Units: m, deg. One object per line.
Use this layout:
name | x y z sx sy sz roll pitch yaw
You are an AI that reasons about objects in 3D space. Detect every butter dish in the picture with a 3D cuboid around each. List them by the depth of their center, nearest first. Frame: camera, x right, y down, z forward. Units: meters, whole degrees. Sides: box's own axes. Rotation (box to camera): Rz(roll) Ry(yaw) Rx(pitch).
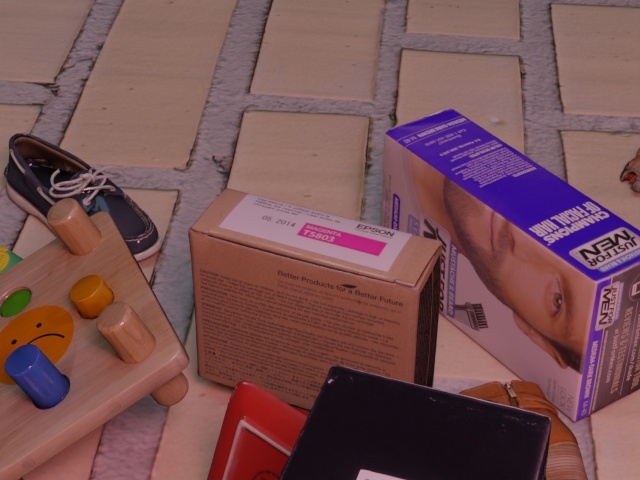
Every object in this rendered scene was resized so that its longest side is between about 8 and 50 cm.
butter dish | -0.012 0.219 1.297 0.160 0.160 0.118 28 22 31

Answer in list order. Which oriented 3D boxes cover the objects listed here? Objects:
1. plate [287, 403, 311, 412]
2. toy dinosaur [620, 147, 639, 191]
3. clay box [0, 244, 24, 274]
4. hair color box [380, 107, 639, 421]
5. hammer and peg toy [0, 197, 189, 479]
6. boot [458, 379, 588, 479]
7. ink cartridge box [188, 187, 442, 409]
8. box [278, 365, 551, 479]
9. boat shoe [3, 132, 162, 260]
plate | 0.027 0.185 1.430 0.188 0.024 0.188 1 36 -1
toy dinosaur | 0.545 -0.103 1.780 0.295 0.127 0.200 0 28 -11
clay box | -0.450 0.032 1.604 0.222 0.053 0.127 22 40 24
hair color box | 0.203 0.018 1.535 0.110 0.185 0.339 -23 41 -30
hammer and peg toy | -0.315 0.142 1.371 0.361 0.127 0.266 -34 42 -3
boot | 0.152 0.197 1.381 0.197 0.073 0.152 5 35 -17
ink cartridge box | -0.005 0.070 1.404 0.234 0.193 0.088 15 38 18
box | 0.044 0.305 1.028 0.182 0.294 0.296 13 37 12
boat shoe | -0.287 -0.056 1.711 0.095 0.079 0.254 -27 44 -34
